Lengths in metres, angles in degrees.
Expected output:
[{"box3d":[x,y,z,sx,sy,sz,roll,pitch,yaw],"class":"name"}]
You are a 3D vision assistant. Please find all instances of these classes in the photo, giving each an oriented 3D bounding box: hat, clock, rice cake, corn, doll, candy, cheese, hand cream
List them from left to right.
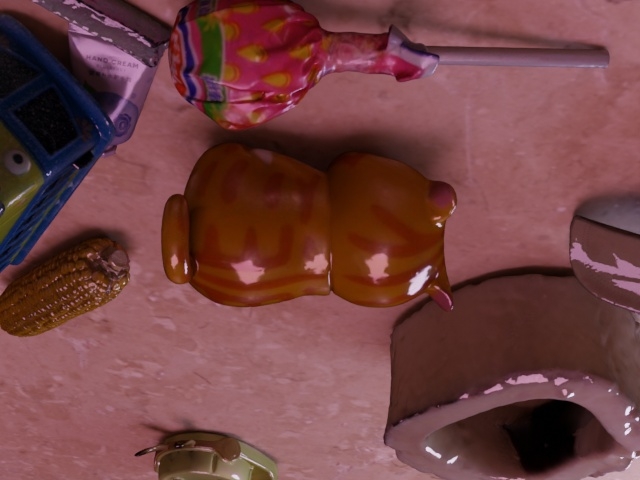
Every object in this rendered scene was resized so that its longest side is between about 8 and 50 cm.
[{"box3d":[-0.305,0.059,1.339,0.080,0.080,0.238,30,140,-33],"class":"corn"},{"box3d":[-0.210,-0.202,0.939,0.207,0.033,0.033,27,143,-30],"class":"rice cake"},{"box3d":[-0.193,-0.134,1.040,0.084,0.053,0.142,9,138,-11],"class":"hand cream"},{"box3d":[-0.189,0.361,1.816,0.170,0.069,0.232,-14,143,30],"class":"clock"},{"box3d":[-0.011,-0.011,1.103,0.269,0.162,0.166,-5,133,-2],"class":"doll"},{"box3d":[0.059,-0.150,0.938,0.365,0.124,0.124,1,149,-7],"class":"candy"},{"box3d":[0.243,0.176,1.364,0.292,0.153,0.332,23,146,-25],"class":"cheese"},{"box3d":[0.358,0.002,1.162,0.173,0.144,0.166,44,162,24],"class":"hat"}]

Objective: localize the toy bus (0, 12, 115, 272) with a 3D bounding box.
[{"box3d":[-0.340,-0.044,1.050,0.152,0.190,0.312,47,140,-3],"class":"toy bus"}]
